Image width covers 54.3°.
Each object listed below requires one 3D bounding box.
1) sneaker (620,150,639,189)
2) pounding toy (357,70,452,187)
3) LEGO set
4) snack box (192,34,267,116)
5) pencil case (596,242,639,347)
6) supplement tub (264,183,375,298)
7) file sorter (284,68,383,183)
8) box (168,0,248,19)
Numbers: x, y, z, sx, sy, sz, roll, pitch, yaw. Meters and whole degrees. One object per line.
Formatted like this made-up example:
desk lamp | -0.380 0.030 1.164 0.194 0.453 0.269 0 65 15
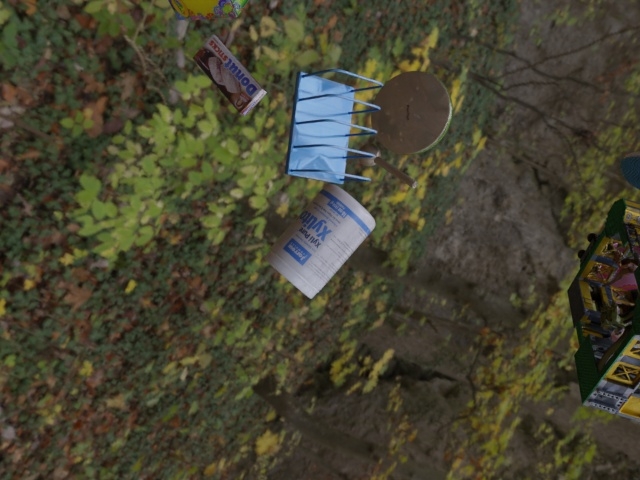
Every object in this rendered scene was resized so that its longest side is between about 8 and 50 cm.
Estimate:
sneaker | 0.708 -0.141 1.213 0.092 0.228 0.087 -46 131 -34
pounding toy | 0.206 -0.249 1.394 0.110 0.183 0.237 6 111 -61
LEGO set | 0.491 0.108 0.881 0.331 0.192 0.255 -69 175 -61
snack box | -0.177 -0.320 1.206 0.064 0.178 0.022 -45 156 11
pencil case | 0.637 0.118 1.283 0.284 0.124 0.124 51 55 -47
supplement tub | 0.000 0.000 0.659 0.107 0.071 0.071 -49 179 -4
file sorter | 0.027 -0.185 1.029 0.104 0.118 0.170 8 -89 53
box | -0.256 -0.707 1.414 0.279 0.177 0.290 -66 149 -31
